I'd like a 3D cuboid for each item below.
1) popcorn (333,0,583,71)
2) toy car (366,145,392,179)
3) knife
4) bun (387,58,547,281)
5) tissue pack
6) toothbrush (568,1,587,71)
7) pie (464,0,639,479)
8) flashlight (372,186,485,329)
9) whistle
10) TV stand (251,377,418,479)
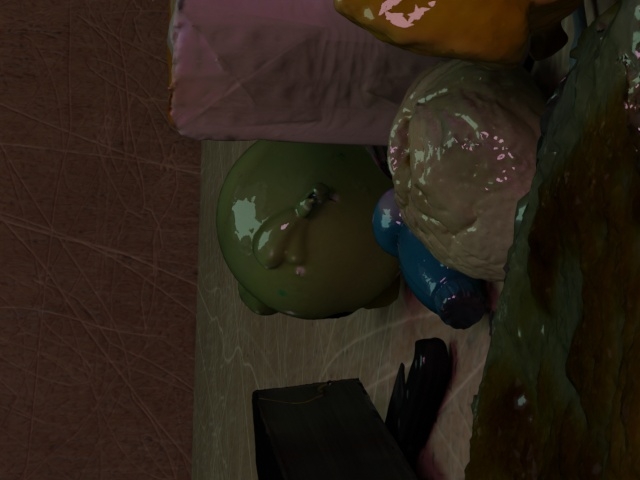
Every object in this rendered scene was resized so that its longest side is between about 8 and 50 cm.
[{"bbox_3d":[0.063,-0.143,0.559,0.152,0.148,0.167,68,-155,-53],"label":"popcorn"},{"bbox_3d":[0.052,-0.103,0.853,0.069,0.055,0.142,45,-139,-49],"label":"toy car"},{"bbox_3d":[0.051,0.123,0.931,0.245,0.019,0.072,101,167,-52],"label":"knife"},{"bbox_3d":[0.070,-0.033,0.674,0.115,0.069,0.115,175,90,-77],"label":"bun"},{"bbox_3d":[0.007,-0.170,0.768,0.124,0.185,0.225,105,164,-51],"label":"tissue pack"},{"bbox_3d":[0.111,-0.144,0.649,0.019,0.013,0.193,92,176,-64],"label":"toothbrush"},{"bbox_3d":[0.107,0.059,0.459,0.302,0.067,0.302,-177,90,-82],"label":"pie"},{"bbox_3d":[0.064,0.010,0.804,0.129,0.051,0.051,-114,27,-57],"label":"flashlight"},{"bbox_3d":[0.007,0.006,1.007,0.294,0.141,0.141,60,-151,-71],"label":"whistle"},{"bbox_3d":[0.016,0.175,0.868,0.269,0.083,0.088,-124,28,-72],"label":"TV stand"}]
